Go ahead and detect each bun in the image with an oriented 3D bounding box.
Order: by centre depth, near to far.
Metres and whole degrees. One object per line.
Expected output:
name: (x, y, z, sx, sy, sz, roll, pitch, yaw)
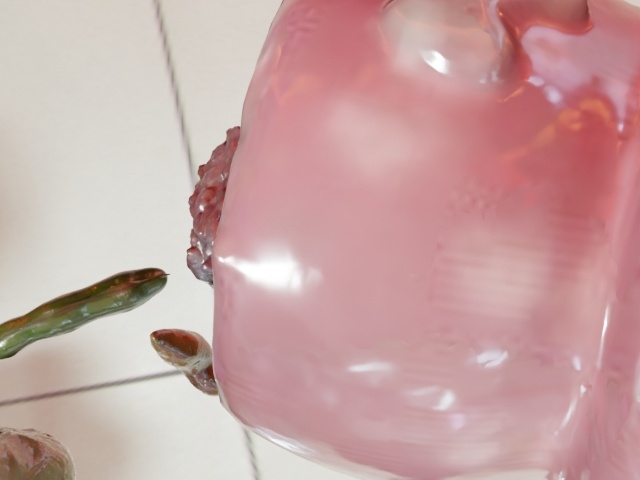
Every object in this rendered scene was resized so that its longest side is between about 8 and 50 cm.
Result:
bun: (-0.413, 0.284, 1.980, 0.221, 0.221, 0.108, -8, 84, 18)

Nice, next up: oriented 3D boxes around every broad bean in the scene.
broad bean: (-0.284, 0.083, 1.780, 0.255, 0.065, 0.046, -22, 80, 9)

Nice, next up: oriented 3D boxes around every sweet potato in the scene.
sweet potato: (-0.161, 0.149, 2.018, 0.055, 0.202, 0.058, 32, 81, 37)

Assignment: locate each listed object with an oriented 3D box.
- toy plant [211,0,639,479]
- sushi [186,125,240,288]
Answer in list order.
toy plant: (0.143, 0.031, 0.521, 0.356, 0.317, 0.210, 16, 133, 4)
sushi: (0.000, 0.000, 1.553, 0.237, 0.270, 0.170, -5, 61, 39)
